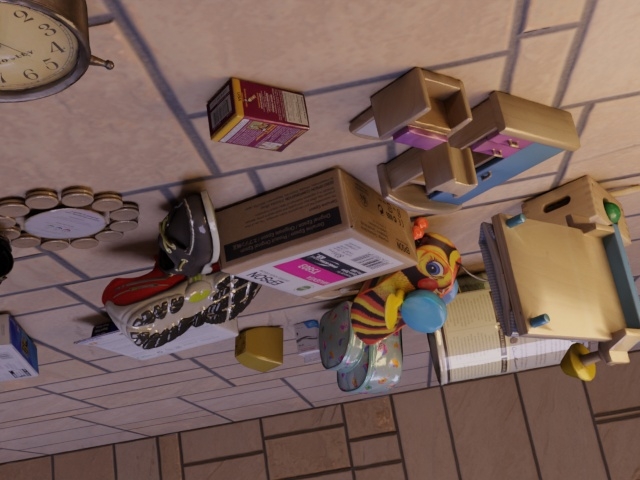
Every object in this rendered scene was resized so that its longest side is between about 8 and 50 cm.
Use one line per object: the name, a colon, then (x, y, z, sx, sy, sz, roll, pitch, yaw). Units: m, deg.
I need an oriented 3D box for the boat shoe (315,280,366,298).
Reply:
boat shoe: (0.049, 0.055, 1.325, 0.170, 0.062, 0.059, -9, 161, -32)

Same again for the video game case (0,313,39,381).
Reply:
video game case: (-0.639, 0.200, 1.395, 0.245, 0.061, 0.269, -7, 161, -12)

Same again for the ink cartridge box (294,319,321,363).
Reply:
ink cartridge box: (-0.024, 0.215, 1.706, 0.048, 0.083, 0.028, -16, 160, 18)

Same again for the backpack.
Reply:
backpack: (0.082, 0.207, 1.574, 0.145, 0.188, 0.166, 1, 159, -29)

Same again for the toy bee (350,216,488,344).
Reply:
toy bee: (0.157, 0.046, 1.234, 0.298, 0.162, 0.195, -29, -165, 13)

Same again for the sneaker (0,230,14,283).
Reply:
sneaker: (-0.428, 0.049, 1.008, 0.118, 0.083, 0.222, 0, 160, 2)

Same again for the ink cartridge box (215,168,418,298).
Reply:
ink cartridge box: (0.000, 0.000, 1.094, 0.193, 0.088, 0.235, -20, 159, 24)

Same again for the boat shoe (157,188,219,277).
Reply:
boat shoe: (-0.171, 0.000, 1.018, 0.069, 0.081, 0.227, -9, 164, -14)

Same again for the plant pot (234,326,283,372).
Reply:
plant pot: (-0.134, 0.226, 1.697, 0.083, 0.081, 0.081, 16, 150, -32)

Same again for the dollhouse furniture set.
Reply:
dollhouse furniture set: (0.168, 0.015, 0.888, 0.287, 0.303, 0.198, 6, 155, -38)

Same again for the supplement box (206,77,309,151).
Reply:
supplement box: (-0.061, -0.121, 0.782, 0.083, 0.043, 0.055, 6, 155, -36)

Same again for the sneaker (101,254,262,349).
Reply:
sneaker: (-0.190, 0.059, 1.170, 0.279, 0.118, 0.107, -16, 136, -48)

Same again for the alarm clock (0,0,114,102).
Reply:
alarm clock: (-0.236, -0.160, 0.553, 0.130, 0.064, 0.192, -13, 163, 10)

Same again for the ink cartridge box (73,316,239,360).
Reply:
ink cartridge box: (-0.297, 0.162, 1.476, 0.224, 0.045, 0.224, -16, 159, 16)

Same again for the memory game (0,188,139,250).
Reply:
memory game: (-0.315, -0.024, 0.987, 0.186, 0.012, 0.186, -8, 161, -3)

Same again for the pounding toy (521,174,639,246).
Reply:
pounding toy: (0.395, -0.039, 1.193, 0.141, 0.100, 0.130, -27, 140, 35)

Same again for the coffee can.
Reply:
coffee can: (0.344, 0.154, 1.527, 0.276, 0.201, 0.201, -10, 161, 2)
